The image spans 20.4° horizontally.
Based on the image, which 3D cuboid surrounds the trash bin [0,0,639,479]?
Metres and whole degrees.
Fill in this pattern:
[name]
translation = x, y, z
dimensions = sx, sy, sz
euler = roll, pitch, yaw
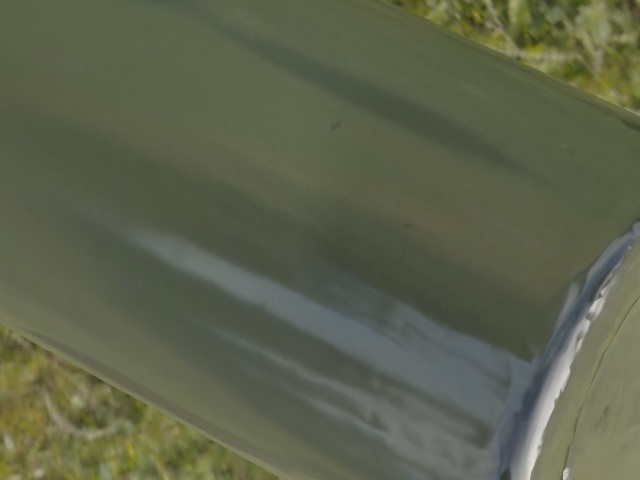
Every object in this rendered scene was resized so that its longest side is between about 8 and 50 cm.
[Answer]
[trash bin]
translation = 0.000, 0.000, 0.465
dimensions = 0.121, 0.247, 0.243
euler = -62, 148, -3
